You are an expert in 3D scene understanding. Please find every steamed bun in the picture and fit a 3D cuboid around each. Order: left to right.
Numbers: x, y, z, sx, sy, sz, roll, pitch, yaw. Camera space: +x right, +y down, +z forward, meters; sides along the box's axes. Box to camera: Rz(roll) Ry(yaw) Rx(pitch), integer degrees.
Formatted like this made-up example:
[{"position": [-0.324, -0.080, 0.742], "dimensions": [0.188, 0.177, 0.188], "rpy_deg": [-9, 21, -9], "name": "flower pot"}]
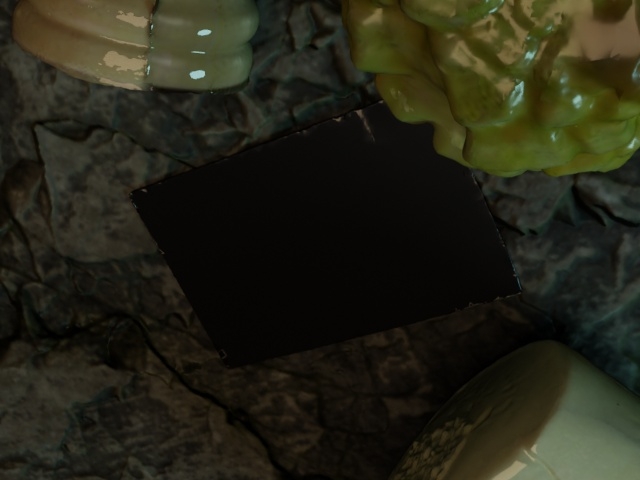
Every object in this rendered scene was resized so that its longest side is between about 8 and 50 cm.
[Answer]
[{"position": [0.144, 0.195, 0.760], "dimensions": [0.200, 0.155, 0.250], "rpy_deg": [37, 115, -9], "name": "steamed bun"}]

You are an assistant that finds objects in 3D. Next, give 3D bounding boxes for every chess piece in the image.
[{"position": [-0.085, -0.245, 0.620], "dimensions": [0.139, 0.124, 0.307], "rpy_deg": [34, 124, 34], "name": "chess piece"}]

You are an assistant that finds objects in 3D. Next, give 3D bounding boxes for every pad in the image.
[{"position": [0.000, 0.000, 0.783], "dimensions": [0.243, 0.004, 0.164], "rpy_deg": [-17, 112, 24], "name": "pad"}]

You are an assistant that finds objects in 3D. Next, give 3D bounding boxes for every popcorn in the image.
[{"position": [0.124, -0.141, 0.567], "dimensions": [0.216, 0.181, 0.235], "rpy_deg": [18, 126, 4], "name": "popcorn"}]
